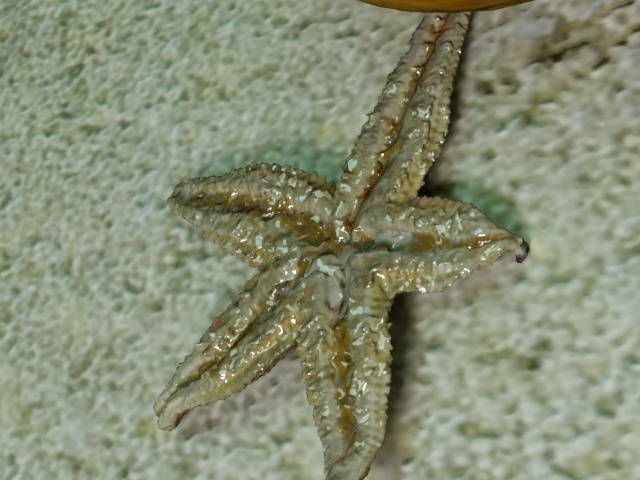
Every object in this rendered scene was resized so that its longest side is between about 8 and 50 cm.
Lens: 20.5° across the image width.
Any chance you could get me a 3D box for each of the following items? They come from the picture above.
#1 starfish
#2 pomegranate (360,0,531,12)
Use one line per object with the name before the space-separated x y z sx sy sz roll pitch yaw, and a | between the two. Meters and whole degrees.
starfish | -0.004 -0.002 0.854 0.231 0.048 0.295 -11 56 39
pomegranate | 0.046 -0.268 0.775 0.338 0.338 0.338 -24 49 31
